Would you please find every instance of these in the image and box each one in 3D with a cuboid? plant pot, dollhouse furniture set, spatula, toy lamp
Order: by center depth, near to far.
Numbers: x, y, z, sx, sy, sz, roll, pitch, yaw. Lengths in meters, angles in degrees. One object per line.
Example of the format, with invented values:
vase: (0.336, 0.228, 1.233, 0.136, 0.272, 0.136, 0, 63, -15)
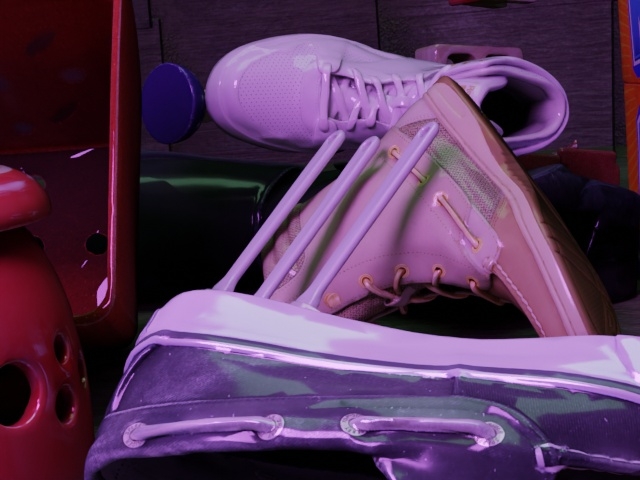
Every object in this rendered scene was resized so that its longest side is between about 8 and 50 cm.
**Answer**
plant pot: (-0.222, 0.052, 0.656, 0.191, 0.174, 0.191, -4, 10, 1)
spatula: (-0.016, 0.013, 0.841, 0.242, 0.019, 0.168, -53, 24, -20)
plant pot: (-0.249, -0.029, 0.910, 0.267, 0.267, 0.236, -4, -20, 5)
toy lamp: (-0.042, -0.120, 1.161, 0.080, 0.080, 0.275, 3, 5, 43)
dollhouse furniture set: (0.184, -0.166, 1.280, 0.152, 0.374, 0.201, -4, 5, -30)

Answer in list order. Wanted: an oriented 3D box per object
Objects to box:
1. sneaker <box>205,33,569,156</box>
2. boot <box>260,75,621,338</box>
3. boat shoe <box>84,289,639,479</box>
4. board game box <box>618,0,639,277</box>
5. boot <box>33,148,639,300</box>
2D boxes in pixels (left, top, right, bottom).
sneaker: (0.065, -0.123, 1.035, 0.292, 0.108, 0.169, 0, 2, -26)
boot: (0.072, 0.031, 0.861, 0.203, 0.262, 0.095, -37, -37, 13)
boat shoe: (0.052, 0.095, 0.486, 0.301, 0.108, 0.102, 10, 44, 14)
board game box: (0.446, -0.130, 0.928, 0.356, 0.356, 0.356, -5, 8, 0)
boot: (0.002, -0.001, 1.090, 0.367, 0.146, 0.445, -13, 16, -40)
